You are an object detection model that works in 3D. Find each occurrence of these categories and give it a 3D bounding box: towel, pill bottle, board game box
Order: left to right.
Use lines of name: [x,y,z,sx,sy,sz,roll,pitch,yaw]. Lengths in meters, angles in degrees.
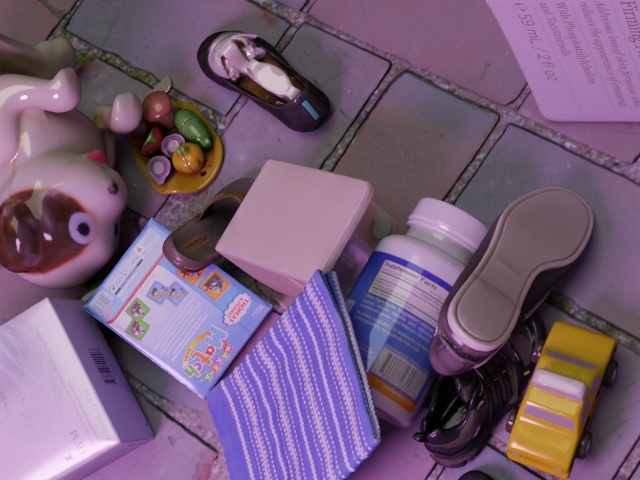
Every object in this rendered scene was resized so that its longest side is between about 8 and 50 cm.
board game box: [-0.197,0.095,1.920,0.211,0.039,0.160,36,84,7]
towel: [-0.043,0.220,1.729,0.336,0.040,0.243,-50,47,45]
pill bottle: [0.111,0.088,1.769,0.152,0.152,0.272,23,77,31]

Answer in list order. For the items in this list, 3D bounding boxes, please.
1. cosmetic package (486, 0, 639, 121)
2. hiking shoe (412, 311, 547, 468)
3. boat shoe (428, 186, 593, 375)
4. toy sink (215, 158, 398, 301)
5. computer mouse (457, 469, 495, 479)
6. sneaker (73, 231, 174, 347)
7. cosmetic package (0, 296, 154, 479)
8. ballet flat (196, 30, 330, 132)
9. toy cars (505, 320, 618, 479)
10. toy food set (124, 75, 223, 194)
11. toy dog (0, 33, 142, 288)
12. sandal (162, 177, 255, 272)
cosmetic package: [0.455,-0.362,1.722,0.393,0.329,0.327,3,67,26]
hiking shoe: [0.202,0.175,1.709,0.086,0.114,0.227,28,80,31]
boat shoe: [0.230,0.046,1.718,0.112,0.095,0.335,41,48,5]
toy sink: [0.000,0.000,1.839,0.234,0.131,0.153,15,72,52]
computer mouse: [0.229,0.376,1.647,0.071,0.041,0.242,-36,58,4]
sneaker: [-0.258,0.081,1.995,0.234,0.084,0.097,-38,78,6]
cosmetic package: [-0.391,0.230,1.897,0.224,0.138,0.224,-31,79,10]
ballet flat: [-0.095,-0.258,2.056,0.280,0.096,0.095,33,83,32]
toy cars: [0.379,0.132,1.645,0.393,0.087,0.176,-28,66,2]
toy food set: [-0.239,-0.163,2.090,0.128,0.071,0.218,-40,57,2]
toy dog: [-0.445,-0.105,2.037,0.395,0.284,0.408,-46,58,4]
sandal: [-0.138,-0.031,1.932,0.090,0.060,0.219,41,42,13]
